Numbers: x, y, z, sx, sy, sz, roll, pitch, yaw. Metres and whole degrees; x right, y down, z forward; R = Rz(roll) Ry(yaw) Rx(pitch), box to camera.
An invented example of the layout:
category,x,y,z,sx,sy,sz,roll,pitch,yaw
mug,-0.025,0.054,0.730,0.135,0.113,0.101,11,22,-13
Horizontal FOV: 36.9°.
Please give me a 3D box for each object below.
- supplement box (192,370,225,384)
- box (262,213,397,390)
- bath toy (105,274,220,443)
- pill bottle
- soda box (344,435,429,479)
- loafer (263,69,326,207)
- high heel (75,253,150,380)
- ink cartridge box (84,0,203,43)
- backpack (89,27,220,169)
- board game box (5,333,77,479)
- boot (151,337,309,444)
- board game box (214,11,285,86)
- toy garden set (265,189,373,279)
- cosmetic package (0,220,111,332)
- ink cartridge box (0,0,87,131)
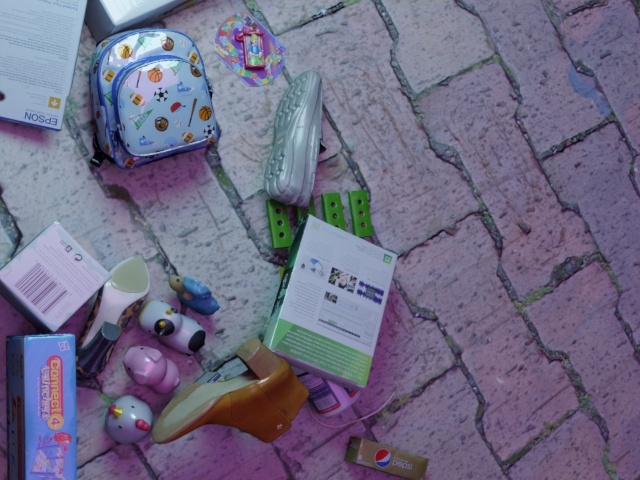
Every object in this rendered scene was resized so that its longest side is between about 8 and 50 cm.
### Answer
category,x,y,z,sx,sy,sz,roll,pitch,yaw
supplement box,-0.219,0.321,1.988,0.056,0.083,0.083,-42,102,-21
box,0.023,0.132,2.043,0.232,0.058,0.321,25,62,-17
bath toy,-0.327,0.243,1.925,0.151,0.129,0.348,30,74,-19
pill bottle,-0.001,0.282,2.077,0.108,0.108,0.180,-34,99,-23
soda box,0.150,0.492,2.148,0.181,0.061,0.058,20,76,-21
loafer,-0.042,-0.223,2.108,0.111,0.112,0.319,26,67,-33
high heel,-0.429,0.153,1.932,0.093,0.186,0.261,29,40,-14
ink cartridge box,-0.343,-0.619,1.985,0.385,0.160,0.279,-31,98,-23
backpack,-0.338,-0.291,1.913,0.277,0.213,0.263,-19,103,-25
board game box,-0.511,0.323,1.739,0.086,0.302,0.308,0,85,-24
boot,-0.168,0.350,1.911,0.295,0.104,0.211,-41,125,-9
board game box,-0.151,-0.426,2.122,0.169,0.033,0.133,42,70,-14
toy garden set,0.000,0.000,2.141,0.244,0.049,0.203,-7,86,-25
cosmetic package,-0.517,0.073,1.825,0.151,0.184,0.151,48,69,-13
ink cartridge box,-0.625,-0.404,1.831,0.324,0.071,0.330,12,111,-13
